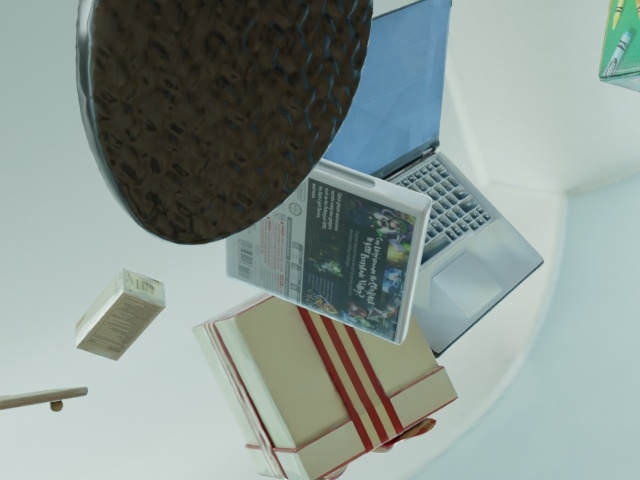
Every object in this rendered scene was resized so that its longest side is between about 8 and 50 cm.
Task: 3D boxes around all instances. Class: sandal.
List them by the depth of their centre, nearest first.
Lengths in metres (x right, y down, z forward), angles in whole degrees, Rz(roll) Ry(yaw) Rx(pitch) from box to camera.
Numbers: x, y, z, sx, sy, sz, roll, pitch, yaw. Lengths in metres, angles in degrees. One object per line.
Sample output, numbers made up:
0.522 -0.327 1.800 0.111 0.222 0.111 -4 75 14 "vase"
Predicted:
-0.059 -0.222 0.654 0.167 0.107 0.446 -3 -80 -28 "sandal"

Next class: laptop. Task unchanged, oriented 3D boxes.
0.178 -0.111 1.744 0.382 0.408 0.236 -32 -14 -50 "laptop"

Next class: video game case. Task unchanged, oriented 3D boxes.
0.000 0.000 0.997 0.190 0.173 0.022 95 -159 -53 "video game case"

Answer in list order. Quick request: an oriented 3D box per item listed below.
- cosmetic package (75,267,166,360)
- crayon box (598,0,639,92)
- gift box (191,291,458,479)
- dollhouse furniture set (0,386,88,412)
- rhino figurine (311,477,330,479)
-0.238 0.089 1.417 0.060 0.041 0.115 24 -53 -31 "cosmetic package"
0.424 -0.299 1.353 0.165 0.081 0.278 12 -94 -25 "crayon box"
0.007 0.172 1.566 0.255 0.276 0.258 -26 -90 -16 "gift box"
-0.287 0.212 1.031 0.123 0.144 0.151 -3 -95 -54 "dollhouse furniture set"
-0.009 0.240 0.539 0.106 0.073 0.243 -10 -79 -65 "rhino figurine"
